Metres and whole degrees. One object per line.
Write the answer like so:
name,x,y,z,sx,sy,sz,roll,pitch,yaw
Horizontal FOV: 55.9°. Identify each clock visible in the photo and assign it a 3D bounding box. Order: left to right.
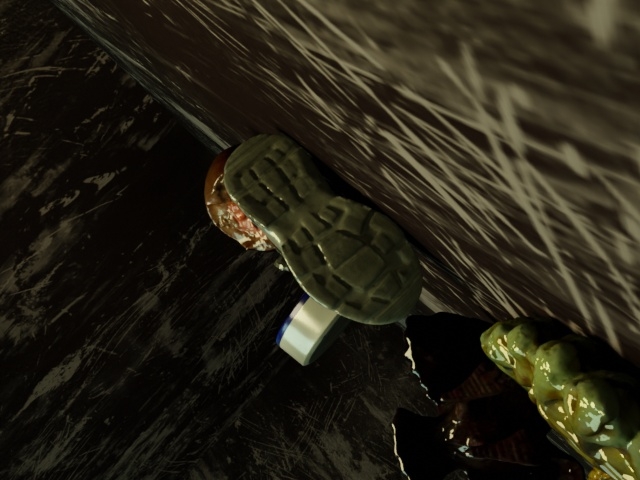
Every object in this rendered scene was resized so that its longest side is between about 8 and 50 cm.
clock,0.017,0.132,1.161,0.083,0.230,0.230,38,177,11

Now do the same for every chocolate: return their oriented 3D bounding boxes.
chocolate,-0.084,-0.062,0.758,0.127,0.124,0.133,45,149,34

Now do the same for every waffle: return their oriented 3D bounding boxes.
waffle,0.198,0.130,0.401,0.204,0.054,0.223,43,180,-3

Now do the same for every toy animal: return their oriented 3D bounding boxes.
toy animal,0.157,0.164,0.555,0.179,0.116,0.219,14,-142,-48

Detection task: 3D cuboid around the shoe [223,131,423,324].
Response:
shoe,0.000,-0.001,0.593,0.227,0.099,0.125,46,171,16

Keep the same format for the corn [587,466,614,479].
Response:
corn,0.393,0.337,0.809,0.068,0.068,0.207,40,173,33
